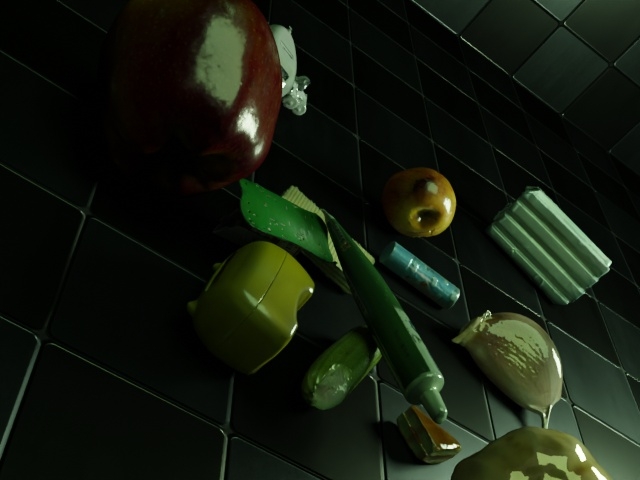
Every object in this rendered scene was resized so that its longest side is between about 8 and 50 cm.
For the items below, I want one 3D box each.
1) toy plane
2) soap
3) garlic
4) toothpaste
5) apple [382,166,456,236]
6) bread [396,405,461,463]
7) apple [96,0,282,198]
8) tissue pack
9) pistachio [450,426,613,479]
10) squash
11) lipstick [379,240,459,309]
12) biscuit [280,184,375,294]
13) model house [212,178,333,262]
[{"bbox_3d":[-0.105,-0.354,1.860,0.252,0.118,0.252,51,21,-28],"label":"toy plane"},{"bbox_3d":[0.508,0.011,2.122,0.261,0.150,0.094,48,22,8],"label":"soap"},{"bbox_3d":[0.371,0.234,1.691,0.266,0.148,0.128,47,-9,16],"label":"garlic"},{"bbox_3d":[0.089,0.106,1.379,0.392,0.061,0.099,61,2,40],"label":"toothpaste"},{"bbox_3d":[0.190,-0.073,1.820,0.146,0.146,0.146,32,29,-20],"label":"apple"},{"bbox_3d":[0.158,0.294,1.365,0.109,0.043,0.062,39,25,-11],"label":"bread"},{"bbox_3d":[-0.192,-0.226,1.387,0.288,0.288,0.317,25,50,-31],"label":"apple"},{"bbox_3d":[-0.092,0.080,1.248,0.127,0.123,0.178,43,28,-10],"label":"tissue pack"},{"bbox_3d":[0.306,0.378,1.255,0.321,0.229,0.238,36,-17,-30],"label":"pistachio"},{"bbox_3d":[0.035,0.176,1.341,0.069,0.069,0.239,46,27,6],"label":"squash"},{"bbox_3d":[0.181,0.064,1.718,0.158,0.048,0.048,36,28,-15],"label":"lipstick"},{"bbox_3d":[0.000,0.000,1.578,0.199,0.040,0.121,42,25,-5],"label":"biscuit"},{"bbox_3d":[-0.077,-0.005,1.429,0.167,0.088,0.117,25,32,-29],"label":"model house"}]
